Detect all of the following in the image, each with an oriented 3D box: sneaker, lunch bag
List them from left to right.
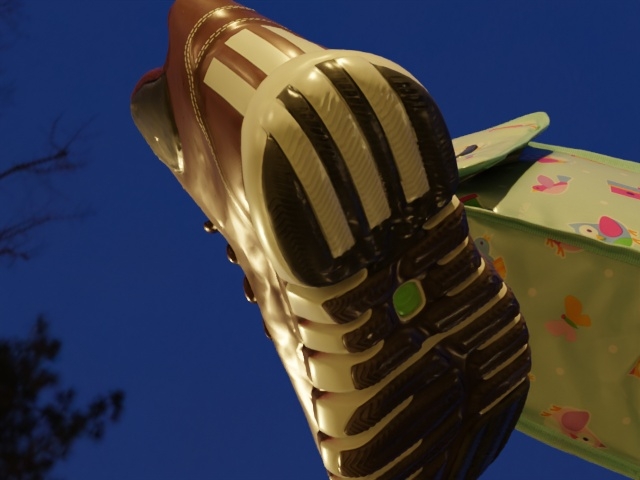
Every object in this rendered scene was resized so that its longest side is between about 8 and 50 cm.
[{"bbox_3d":[0.000,0.000,0.626,0.106,0.162,0.281,-33,-42,-16],"label":"sneaker"},{"bbox_3d":[0.127,0.013,0.908,0.262,0.223,0.160,21,-70,14],"label":"lunch bag"}]
